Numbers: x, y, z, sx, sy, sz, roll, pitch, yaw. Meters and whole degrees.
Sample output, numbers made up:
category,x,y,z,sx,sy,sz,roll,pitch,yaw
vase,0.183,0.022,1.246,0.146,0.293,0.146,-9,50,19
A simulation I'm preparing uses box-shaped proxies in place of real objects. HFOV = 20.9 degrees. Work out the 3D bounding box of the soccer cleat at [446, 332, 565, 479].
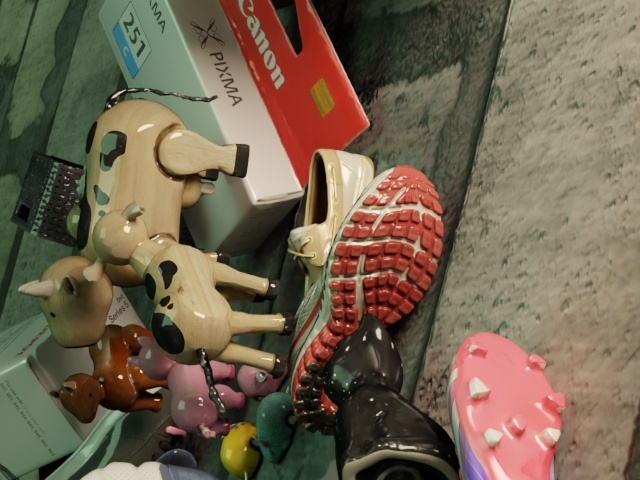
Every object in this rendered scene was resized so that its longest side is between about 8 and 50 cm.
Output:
category,x,y,z,sx,sy,sz,roll,pitch,yaw
soccer cleat,0.117,0.166,1.115,0.248,0.083,0.095,-102,32,-45

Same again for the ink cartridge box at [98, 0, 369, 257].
category,x,y,z,sx,sy,sz,roll,pitch,yaw
ink cartridge box,-0.094,-0.166,1.651,0.261,0.066,0.296,-46,64,53

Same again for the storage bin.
category,x,y,z,sx,sy,sz,roll,pitch,yaw
storage bin,-0.233,-0.028,1.898,0.122,0.180,0.084,23,94,67

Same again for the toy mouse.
category,x,y,z,sx,sy,sz,roll,pitch,yaw
toy mouse,-0.052,0.146,1.559,0.143,0.031,0.161,-55,29,35

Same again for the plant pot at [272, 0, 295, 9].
category,x,y,z,sx,sy,sz,roll,pitch,yaw
plant pot,-0.028,-0.321,1.744,0.237,0.110,0.237,-47,33,44

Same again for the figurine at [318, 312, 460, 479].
category,x,y,z,sx,sy,sz,roll,pitch,yaw
figurine,0.028,0.187,1.270,0.209,0.092,0.214,-105,26,-64

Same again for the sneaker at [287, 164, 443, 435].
category,x,y,z,sx,sy,sz,roll,pitch,yaw
sneaker,0.023,0.039,1.399,0.225,0.088,0.092,-65,23,15

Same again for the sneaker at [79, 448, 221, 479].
category,x,y,z,sx,sy,sz,roll,pitch,yaw
sneaker,-0.171,0.319,1.437,0.322,0.236,0.130,-62,25,21

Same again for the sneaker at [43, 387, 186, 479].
category,x,y,z,sx,sy,sz,roll,pitch,yaw
sneaker,-0.171,0.245,1.690,0.296,0.147,0.104,-46,-20,-2

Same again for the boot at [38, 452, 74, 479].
category,x,y,z,sx,sy,sz,roll,pitch,yaw
boot,-0.302,0.272,1.961,0.219,0.082,0.106,22,91,65

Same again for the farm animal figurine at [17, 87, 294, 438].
category,x,y,z,sx,sy,sz,roll,pitch,yaw
farm animal figurine,-0.163,0.016,1.517,0.330,0.172,0.326,-30,53,57

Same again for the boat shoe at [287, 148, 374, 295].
category,x,y,z,sx,sy,sz,roll,pitch,yaw
boat shoe,0.000,0.000,1.513,0.063,0.059,0.170,-25,51,60

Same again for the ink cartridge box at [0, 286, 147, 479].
category,x,y,z,sx,sy,sz,roll,pitch,yaw
ink cartridge box,-0.329,0.170,1.839,0.273,0.114,0.198,-26,13,29
